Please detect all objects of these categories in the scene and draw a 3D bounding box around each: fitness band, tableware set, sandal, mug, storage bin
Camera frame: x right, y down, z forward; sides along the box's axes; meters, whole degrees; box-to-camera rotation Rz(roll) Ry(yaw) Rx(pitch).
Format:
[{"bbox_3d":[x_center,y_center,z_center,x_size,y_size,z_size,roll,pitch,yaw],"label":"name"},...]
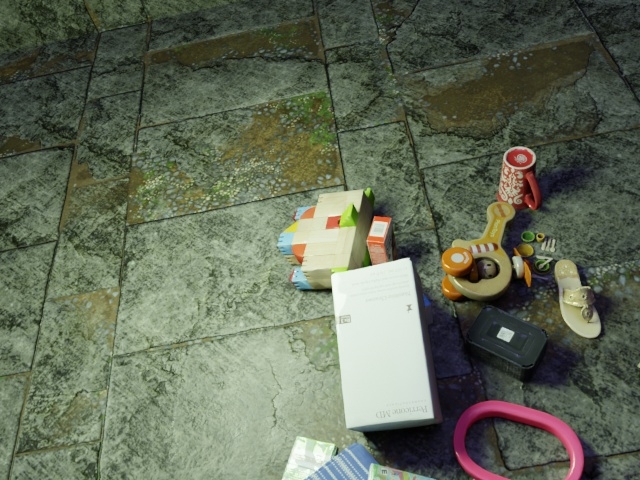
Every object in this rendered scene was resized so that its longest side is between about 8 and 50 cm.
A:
[{"bbox_3d":[0.454,0.485,1.496,0.290,0.054,0.209,12,53,20],"label":"fitness band"},{"bbox_3d":[0.604,0.038,1.828,0.104,0.024,0.154,11,56,21],"label":"tableware set"},{"bbox_3d":[0.671,0.137,1.700,0.088,0.079,0.240,-9,51,5],"label":"sandal"},{"bbox_3d":[0.599,-0.180,1.908,0.150,0.169,0.113,24,60,28],"label":"mug"},{"bbox_3d":[0.472,0.261,1.644,0.180,0.084,0.122,25,61,27],"label":"storage bin"}]

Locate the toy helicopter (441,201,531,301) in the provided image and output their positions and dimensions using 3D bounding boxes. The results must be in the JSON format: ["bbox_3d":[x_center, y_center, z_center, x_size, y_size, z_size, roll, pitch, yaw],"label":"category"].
[{"bbox_3d":[0.487,0.024,1.799,0.234,0.140,0.355,13,52,22],"label":"toy helicopter"}]

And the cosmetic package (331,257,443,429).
[{"bbox_3d":[0.160,0.263,1.587,0.217,0.156,0.385,-13,66,13],"label":"cosmetic package"}]

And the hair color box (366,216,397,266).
[{"bbox_3d":[0.178,0.021,1.844,0.053,0.167,0.093,7,54,19],"label":"hair color box"}]

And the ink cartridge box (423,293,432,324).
[{"bbox_3d":[0.232,0.149,1.771,0.060,0.104,0.180,-28,52,-9],"label":"ink cartridge box"}]

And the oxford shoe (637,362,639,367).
[{"bbox_3d":[0.859,0.396,1.456,0.130,0.123,0.348,-36,50,17],"label":"oxford shoe"}]

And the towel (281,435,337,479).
[{"bbox_3d":[-0.031,0.554,1.564,0.113,0.023,0.152,8,54,17],"label":"towel"}]

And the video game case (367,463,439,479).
[{"bbox_3d":[0.187,0.609,1.416,0.193,0.023,0.212,13,42,4],"label":"video game case"}]

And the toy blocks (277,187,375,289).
[{"bbox_3d":[0.000,0.000,1.918,0.260,0.191,0.382,-5,50,23],"label":"toy blocks"}]

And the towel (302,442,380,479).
[{"bbox_3d":[0.042,0.619,1.428,0.336,0.040,0.243,-25,51,-32],"label":"towel"}]
